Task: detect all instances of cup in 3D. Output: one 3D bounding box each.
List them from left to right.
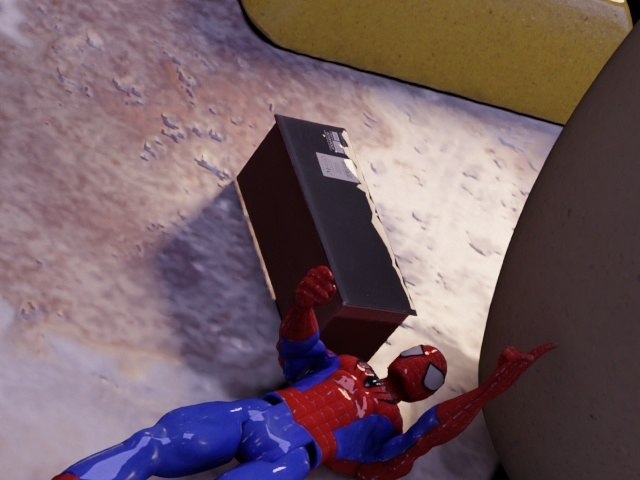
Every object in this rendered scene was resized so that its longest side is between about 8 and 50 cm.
[{"bbox_3d":[0.217,0.047,0.764,0.331,0.237,0.331,21,50,-27],"label":"cup"}]

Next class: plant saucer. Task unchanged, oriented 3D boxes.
[{"bbox_3d":[0.076,-0.244,1.110,0.333,0.081,0.332,11,45,-32],"label":"plant saucer"}]

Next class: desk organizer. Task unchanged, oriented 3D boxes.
[{"bbox_3d":[0.000,0.000,0.808,0.047,0.050,0.130,9,45,-34],"label":"desk organizer"}]

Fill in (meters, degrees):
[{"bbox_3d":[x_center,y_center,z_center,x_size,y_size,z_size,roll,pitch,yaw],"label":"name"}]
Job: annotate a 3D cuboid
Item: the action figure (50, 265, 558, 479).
[{"bbox_3d":[-0.012,0.072,0.657,0.091,0.139,0.280,51,36,16],"label":"action figure"}]
